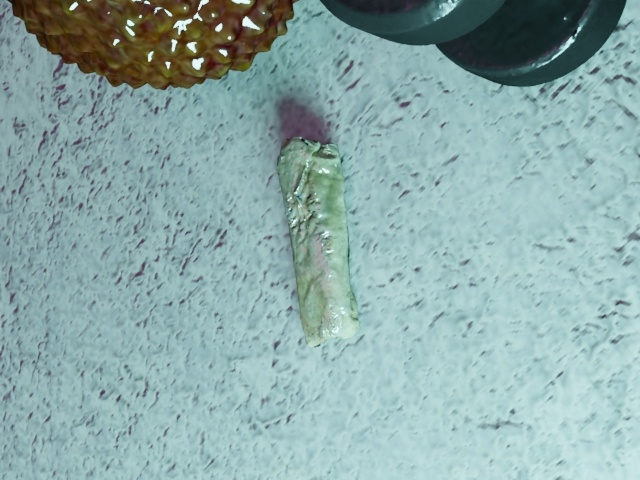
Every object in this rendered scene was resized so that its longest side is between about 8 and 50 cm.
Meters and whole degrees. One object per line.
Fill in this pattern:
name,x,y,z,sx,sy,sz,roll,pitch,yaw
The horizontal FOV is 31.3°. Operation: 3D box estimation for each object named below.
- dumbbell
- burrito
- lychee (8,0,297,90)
dumbbell,0.101,-0.194,0.764,0.152,0.218,0.153,-2,86,34
burrito,-0.001,0.000,0.924,0.051,0.042,0.171,-8,84,22
lychee,-0.136,-0.268,0.902,0.275,0.275,0.304,-22,91,30
